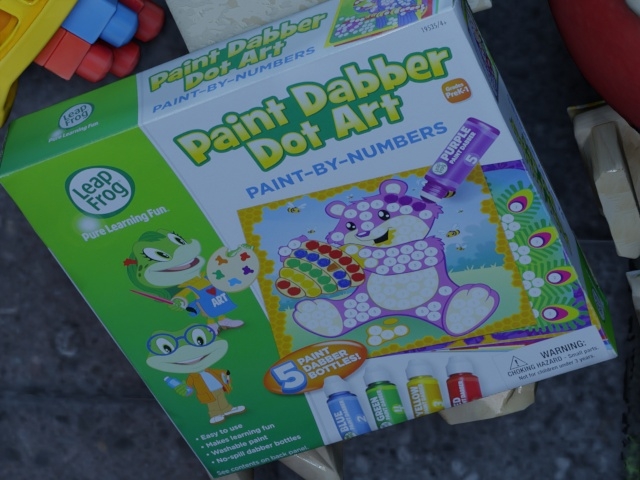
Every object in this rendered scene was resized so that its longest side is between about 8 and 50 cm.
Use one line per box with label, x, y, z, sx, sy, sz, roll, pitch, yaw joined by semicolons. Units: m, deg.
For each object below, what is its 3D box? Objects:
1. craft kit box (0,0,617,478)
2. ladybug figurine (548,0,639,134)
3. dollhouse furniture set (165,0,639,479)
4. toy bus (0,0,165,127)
craft kit box;0.000;0.000;0.937;0.250;0.061;0.246;-19;124;16
ladybug figurine;0.248;-0.150;0.887;0.162;0.449;0.305;-40;76;38
dollhouse furniture set;0.055;-0.082;1.068;0.362;0.256;0.394;-15;128;13
toy bus;-0.214;-0.145;1.096;0.211;0.149;0.220;32;114;-22
